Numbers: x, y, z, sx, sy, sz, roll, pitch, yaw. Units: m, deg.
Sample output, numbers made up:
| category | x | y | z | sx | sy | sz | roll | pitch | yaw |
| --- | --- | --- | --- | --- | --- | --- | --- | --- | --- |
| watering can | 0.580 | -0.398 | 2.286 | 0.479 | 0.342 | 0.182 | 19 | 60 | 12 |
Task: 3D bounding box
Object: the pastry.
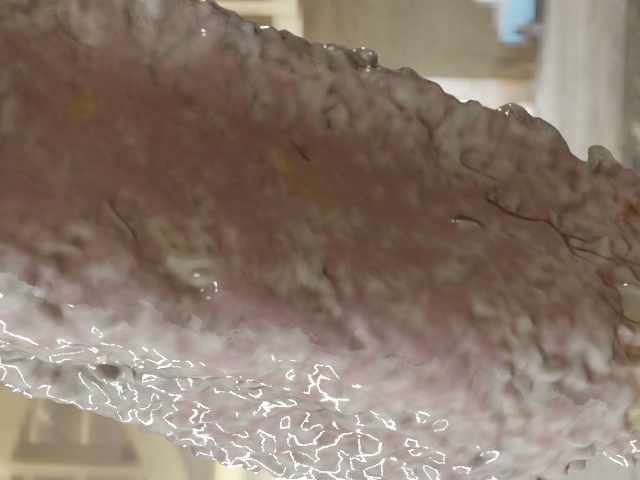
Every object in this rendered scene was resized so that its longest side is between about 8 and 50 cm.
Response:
| category | x | y | z | sx | sy | sz | roll | pitch | yaw |
| --- | --- | --- | --- | --- | --- | --- | --- | --- | --- |
| pastry | -0.002 | 0.006 | 0.473 | 0.112 | 0.265 | 0.103 | 130 | 147 | -57 |
